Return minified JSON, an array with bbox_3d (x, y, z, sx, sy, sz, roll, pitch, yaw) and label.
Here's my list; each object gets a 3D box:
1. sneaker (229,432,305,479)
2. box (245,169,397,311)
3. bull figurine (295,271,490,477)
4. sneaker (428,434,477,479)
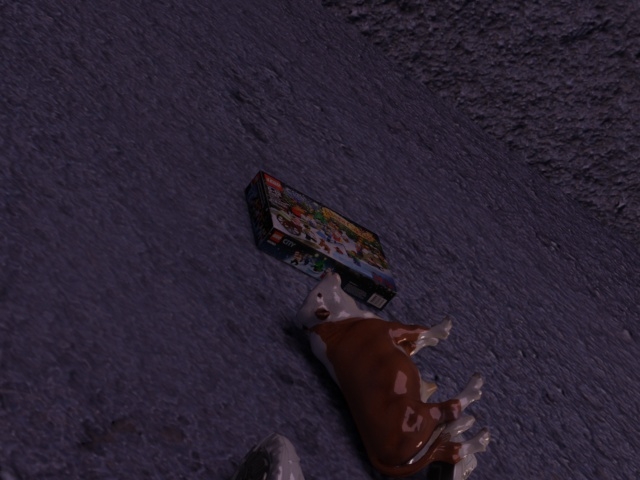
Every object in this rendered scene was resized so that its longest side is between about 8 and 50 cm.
[{"bbox_3d":[-0.029,0.302,1.342,0.115,0.090,0.232,33,31,-32],"label":"sneaker"},{"bbox_3d":[0.000,0.000,1.990,0.233,0.044,0.159,28,25,-27],"label":"box"},{"bbox_3d":[0.090,0.167,1.701,0.188,0.101,0.310,-12,53,-14],"label":"bull figurine"},{"bbox_3d":[0.176,0.288,1.713,0.061,0.054,0.152,38,21,-11],"label":"sneaker"}]
